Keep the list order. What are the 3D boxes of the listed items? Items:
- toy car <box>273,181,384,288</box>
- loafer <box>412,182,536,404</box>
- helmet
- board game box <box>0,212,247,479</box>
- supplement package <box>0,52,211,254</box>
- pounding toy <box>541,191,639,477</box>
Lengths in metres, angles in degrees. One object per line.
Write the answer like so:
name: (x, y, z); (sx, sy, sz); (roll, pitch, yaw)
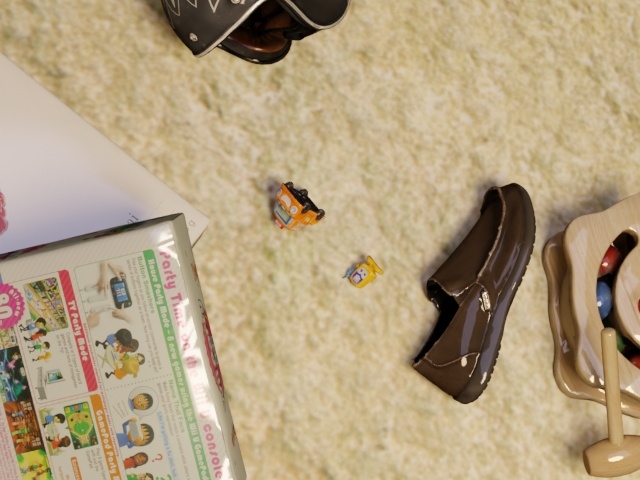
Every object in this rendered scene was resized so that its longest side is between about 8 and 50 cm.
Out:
toy car: (0.000, 0.000, 1.560); (0.040, 0.060, 0.122); (-44, 82, 11)
loafer: (0.142, 0.040, 1.572); (0.078, 0.080, 0.220); (20, 72, -10)
helmet: (-0.068, -0.245, 1.549); (0.162, 0.169, 0.169); (12, 72, -29)
board game box: (-0.229, 0.121, 1.280); (0.303, 0.097, 0.224); (-13, 95, 2)
supplement package: (-0.272, -0.024, 1.427); (0.293, 0.175, 0.177); (38, 71, -3)
pounding toy: (0.310, 0.083, 1.566); (0.154, 0.155, 0.269); (-2, 76, -11)
